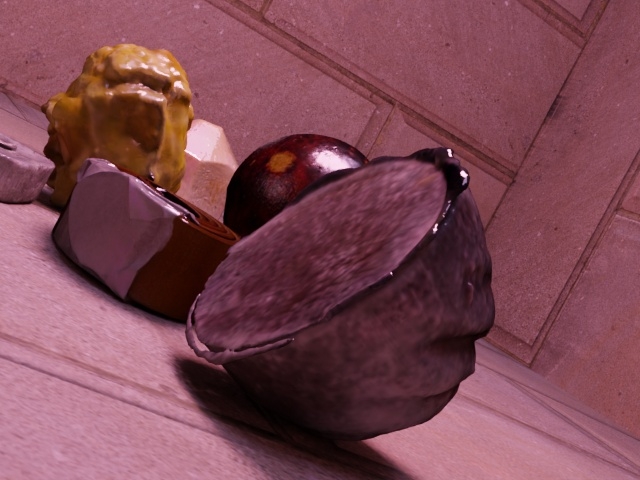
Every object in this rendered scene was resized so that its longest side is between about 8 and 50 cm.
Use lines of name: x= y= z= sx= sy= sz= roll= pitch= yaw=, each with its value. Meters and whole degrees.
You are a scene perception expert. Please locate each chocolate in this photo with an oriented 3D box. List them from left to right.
chocolate: x=0.049 y=0.077 z=0.897 sx=0.213 sy=0.303 sz=0.303 roll=55 pitch=-9 yaw=-23

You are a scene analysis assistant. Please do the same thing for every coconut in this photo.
coconut: x=-0.257 y=-0.118 z=1.702 sx=0.197 sy=0.237 sz=0.237 roll=26 pitch=3 yaw=-9

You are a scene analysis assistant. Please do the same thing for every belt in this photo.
belt: x=-0.214 y=-0.010 z=1.158 sx=0.217 sy=0.122 sz=0.338 roll=29 pitch=2 yaw=-22

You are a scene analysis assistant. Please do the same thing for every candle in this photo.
candle: x=-0.441 y=-0.106 z=1.263 sx=0.192 sy=0.068 sz=0.168 roll=35 pitch=5 yaw=42

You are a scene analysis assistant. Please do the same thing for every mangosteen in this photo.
mangosteen: x=0.011 y=-0.036 z=1.525 sx=0.306 sy=0.359 sz=0.306 roll=39 pitch=-35 yaw=34

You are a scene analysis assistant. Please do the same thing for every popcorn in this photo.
popcorn: x=-0.305 y=-0.157 z=1.435 sx=0.252 sy=0.287 sz=0.215 roll=1 pitch=5 yaw=-44
